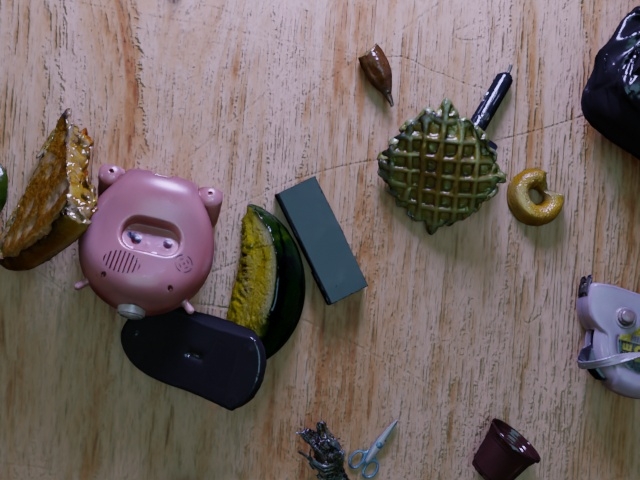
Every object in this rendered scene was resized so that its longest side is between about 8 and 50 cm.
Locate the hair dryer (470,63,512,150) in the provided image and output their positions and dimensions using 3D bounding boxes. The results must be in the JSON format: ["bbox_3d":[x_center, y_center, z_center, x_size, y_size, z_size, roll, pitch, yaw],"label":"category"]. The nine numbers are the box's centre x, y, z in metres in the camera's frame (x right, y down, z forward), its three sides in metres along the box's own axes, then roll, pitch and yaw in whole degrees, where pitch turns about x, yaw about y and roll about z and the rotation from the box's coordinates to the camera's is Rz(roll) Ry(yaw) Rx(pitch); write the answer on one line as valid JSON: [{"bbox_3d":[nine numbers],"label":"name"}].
[{"bbox_3d":[0.287,-0.234,1.766,0.124,0.071,0.219,34,79,-5],"label":"hair dryer"}]

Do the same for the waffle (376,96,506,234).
[{"bbox_3d":[0.207,-0.125,1.715,0.214,0.054,0.208,-35,107,28],"label":"waffle"}]

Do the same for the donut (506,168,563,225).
[{"bbox_3d":[0.394,-0.077,1.787,0.097,0.043,0.108,-42,90,-6],"label":"donut"}]

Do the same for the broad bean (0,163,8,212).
[{"bbox_3d":[-0.567,-0.054,1.666,0.061,0.046,0.196,3,85,5],"label":"broad bean"}]

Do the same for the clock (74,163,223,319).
[{"bbox_3d":[-0.288,0.011,1.619,0.227,0.142,0.241,13,67,-6],"label":"clock"}]

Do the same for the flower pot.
[{"bbox_3d":[0.324,0.389,1.754,0.111,0.111,0.089,37,101,-5],"label":"flower pot"}]

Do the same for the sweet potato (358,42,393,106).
[{"bbox_3d":[0.107,-0.293,1.747,0.049,0.049,0.117,-23,89,-6],"label":"sweet potato"}]

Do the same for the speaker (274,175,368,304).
[{"bbox_3d":[0.000,0.000,1.736,0.082,0.044,0.218,-27,93,-6],"label":"speaker"}]

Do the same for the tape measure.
[{"bbox_3d":[0.572,0.186,1.766,0.236,0.120,0.197,14,82,-2],"label":"tape measure"}]

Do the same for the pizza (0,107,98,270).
[{"bbox_3d":[-0.458,-0.059,1.634,0.074,0.288,0.251,32,120,-34],"label":"pizza"}]

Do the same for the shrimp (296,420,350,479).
[{"bbox_3d":[0.011,0.397,1.722,0.082,0.076,0.174,-34,103,-31],"label":"shrimp"}]

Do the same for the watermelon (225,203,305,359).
[{"bbox_3d":[-0.099,0.092,1.714,0.129,0.123,0.301,10,89,25],"label":"watermelon"}]

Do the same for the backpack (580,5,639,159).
[{"bbox_3d":[0.694,-0.339,1.725,0.363,0.255,0.446,30,83,-12],"label":"backpack"}]

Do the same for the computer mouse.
[{"bbox_3d":[-0.209,0.191,1.671,0.269,0.086,0.138,18,94,17],"label":"computer mouse"}]

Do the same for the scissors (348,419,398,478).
[{"bbox_3d":[0.102,0.371,1.762,0.058,0.014,0.119,36,89,-6],"label":"scissors"}]
